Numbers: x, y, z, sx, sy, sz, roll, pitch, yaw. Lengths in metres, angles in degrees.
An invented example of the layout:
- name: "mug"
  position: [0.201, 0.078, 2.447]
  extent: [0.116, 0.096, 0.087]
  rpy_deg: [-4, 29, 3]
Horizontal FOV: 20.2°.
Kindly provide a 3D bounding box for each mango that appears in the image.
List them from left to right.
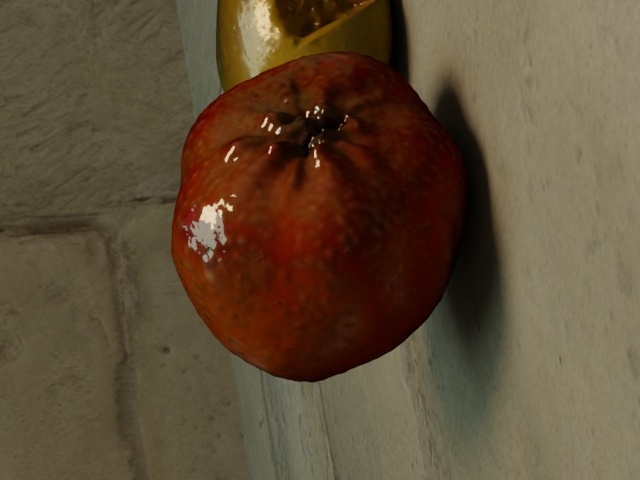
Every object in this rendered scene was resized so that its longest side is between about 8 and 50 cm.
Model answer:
- name: "mango"
  position: [-0.032, -0.255, 1.910]
  extent: [0.253, 0.182, 0.365]
  rpy_deg: [95, 165, -48]

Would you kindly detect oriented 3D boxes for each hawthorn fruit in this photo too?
- name: "hawthorn fruit"
  position: [0.000, 0.000, 1.657]
  extent: [0.330, 0.287, 0.287]
  rpy_deg: [85, 173, -51]
